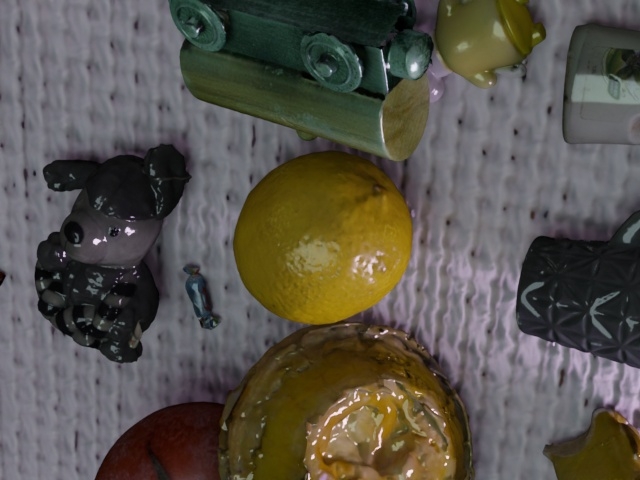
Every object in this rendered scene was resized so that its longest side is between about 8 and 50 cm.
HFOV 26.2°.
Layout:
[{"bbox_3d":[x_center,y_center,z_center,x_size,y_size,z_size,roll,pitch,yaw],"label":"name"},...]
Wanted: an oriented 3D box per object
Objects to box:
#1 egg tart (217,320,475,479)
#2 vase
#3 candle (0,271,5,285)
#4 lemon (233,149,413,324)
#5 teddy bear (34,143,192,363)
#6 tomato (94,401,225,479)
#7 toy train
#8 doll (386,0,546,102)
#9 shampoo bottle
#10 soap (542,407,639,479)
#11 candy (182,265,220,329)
[{"bbox_3d":[0.040,0.237,1.483,0.315,0.315,0.120,51,162,-10],"label":"egg tart"},{"bbox_3d":[0.352,0.058,1.362,0.300,0.156,0.251,10,104,22],"label":"vase"},{"bbox_3d":[-0.461,0.003,1.696,0.167,0.021,0.026,34,143,0],"label":"candle"},{"bbox_3d":[0.000,0.000,1.432,0.178,0.178,0.203,48,128,-8],"label":"lemon"},{"bbox_3d":[-0.256,-0.004,1.549,0.171,0.144,0.251,22,120,25],"label":"teddy bear"},{"bbox_3d":[-0.135,0.319,1.610,0.265,0.265,0.265,9,119,16],"label":"tomato"},{"bbox_3d":[-0.013,-0.187,1.351,0.307,0.126,0.189,19,151,31],"label":"toy train"},{"bbox_3d":[0.137,-0.193,1.348,0.162,0.062,0.106,-20,104,27],"label":"doll"},{"bbox_3d":[0.349,-0.136,1.284,0.234,0.087,0.118,7,115,16],"label":"shampoo bottle"},{"bbox_3d":[0.320,0.390,1.422,0.169,0.339,0.304,-31,104,29],"label":"soap"},{"bbox_3d":[-0.139,0.067,1.610,0.030,0.020,0.083,-5,113,22],"label":"candy"}]
